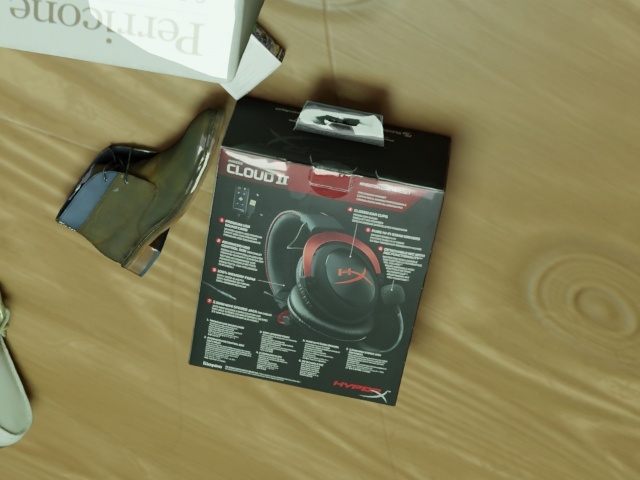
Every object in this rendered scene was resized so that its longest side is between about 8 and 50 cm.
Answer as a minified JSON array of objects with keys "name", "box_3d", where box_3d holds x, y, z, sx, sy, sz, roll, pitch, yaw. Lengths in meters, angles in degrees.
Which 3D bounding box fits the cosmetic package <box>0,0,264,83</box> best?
[{"name":"cosmetic package","box_3d":[-0.178,-0.387,1.354,0.329,0.327,0.394,9,124,3]}]

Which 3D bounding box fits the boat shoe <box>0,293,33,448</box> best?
[{"name":"boat shoe","box_3d":[-0.383,0.093,1.820,0.103,0.113,0.302,-19,117,26]}]

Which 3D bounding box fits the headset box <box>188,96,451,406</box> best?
[{"name":"headset box","box_3d":[0.000,0.000,1.702,0.218,0.110,0.293,11,123,1]}]

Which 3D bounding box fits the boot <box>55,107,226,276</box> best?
[{"name":"boot","box_3d":[-0.177,-0.062,1.708,0.106,0.082,0.219,27,124,-11]}]

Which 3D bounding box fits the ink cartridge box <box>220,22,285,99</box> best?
[{"name":"ink cartridge box","box_3d":[-0.095,-0.194,1.642,0.063,0.029,0.115,-36,110,27]}]
